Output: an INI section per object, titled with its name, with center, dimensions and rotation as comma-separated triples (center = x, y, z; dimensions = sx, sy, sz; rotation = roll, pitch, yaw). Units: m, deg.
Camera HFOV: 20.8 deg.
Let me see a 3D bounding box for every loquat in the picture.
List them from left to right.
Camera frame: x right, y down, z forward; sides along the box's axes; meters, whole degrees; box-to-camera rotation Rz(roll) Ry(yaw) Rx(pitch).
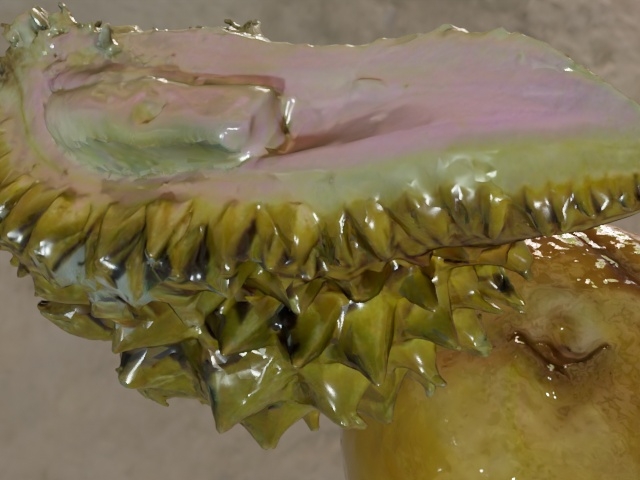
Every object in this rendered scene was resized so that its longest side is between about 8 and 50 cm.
[loquat]
center = 0.133, 0.125, 1.083
dimensions = 0.276, 0.284, 0.276
rotation = 5, 66, -10

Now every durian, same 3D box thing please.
[durian]
center = -0.009, 0.001, 0.433
dimensions = 0.078, 0.224, 0.140
rotation = -45, 116, -37
